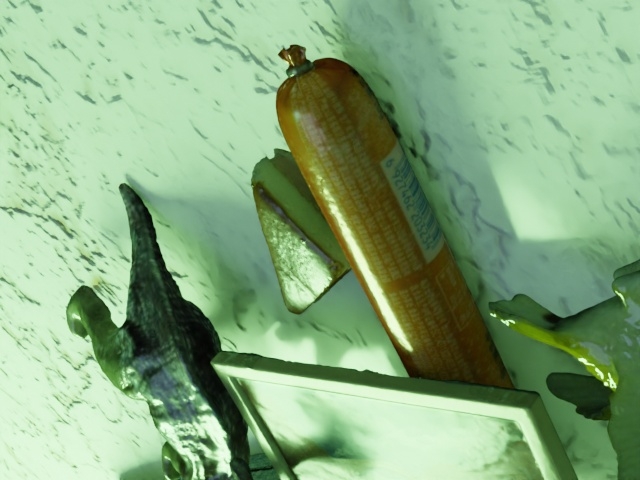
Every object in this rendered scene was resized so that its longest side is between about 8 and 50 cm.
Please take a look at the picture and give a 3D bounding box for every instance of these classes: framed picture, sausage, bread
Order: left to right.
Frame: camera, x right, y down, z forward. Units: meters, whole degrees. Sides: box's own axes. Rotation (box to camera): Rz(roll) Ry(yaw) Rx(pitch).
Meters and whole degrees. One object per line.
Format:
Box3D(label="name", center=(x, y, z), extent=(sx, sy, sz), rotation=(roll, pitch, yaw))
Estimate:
Box3D(label="bread", center=(0.000, 0.000, 0.658), extent=(0.062, 0.043, 0.109), rotation=(15, 135, 39))
Box3D(label="framed picture", center=(0.056, 0.147, 0.681), extent=(0.250, 0.016, 0.184), rotation=(2, 128, 44))
Box3D(label="sausage", center=(0.061, 0.042, 0.630), extent=(0.053, 0.053, 0.347), rotation=(0, 127, 46))

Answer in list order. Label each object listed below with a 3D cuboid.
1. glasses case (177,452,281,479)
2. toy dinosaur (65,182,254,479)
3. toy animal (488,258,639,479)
Box3D(label="glasses case", center=(-0.039, 0.226, 0.918), extent=(0.109, 0.067, 0.282), rotation=(50, 144, -12))
Box3D(label="toy dinosaur", center=(-0.095, 0.111, 0.805), extent=(0.294, 0.077, 0.162), rotation=(55, 155, 8))
Box3D(label="toy animal", center=(0.161, 0.047, 0.504), extent=(0.155, 0.219, 0.095), rotation=(-22, 93, 16))
